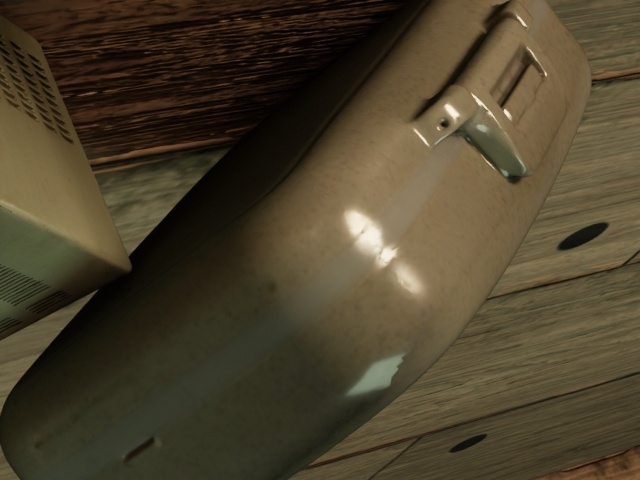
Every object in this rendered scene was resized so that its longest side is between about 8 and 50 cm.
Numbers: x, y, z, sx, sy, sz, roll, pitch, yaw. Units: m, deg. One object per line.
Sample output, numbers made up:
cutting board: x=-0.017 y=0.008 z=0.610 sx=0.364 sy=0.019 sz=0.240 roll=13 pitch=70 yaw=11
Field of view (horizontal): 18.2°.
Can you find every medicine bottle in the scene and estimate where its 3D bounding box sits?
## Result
medicine bottle: x=0.000 y=0.000 z=1.019 sx=0.282 sy=0.123 sz=0.375 roll=-38 pitch=-173 yaw=31

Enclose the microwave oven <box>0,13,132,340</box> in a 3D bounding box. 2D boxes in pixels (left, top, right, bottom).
microwave oven: x=-0.236 y=-0.005 z=0.898 sx=0.241 sy=0.145 sz=0.194 roll=-28 pitch=165 yaw=10
